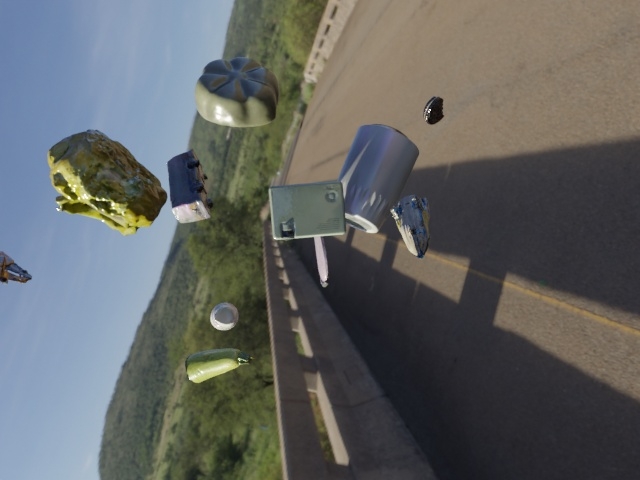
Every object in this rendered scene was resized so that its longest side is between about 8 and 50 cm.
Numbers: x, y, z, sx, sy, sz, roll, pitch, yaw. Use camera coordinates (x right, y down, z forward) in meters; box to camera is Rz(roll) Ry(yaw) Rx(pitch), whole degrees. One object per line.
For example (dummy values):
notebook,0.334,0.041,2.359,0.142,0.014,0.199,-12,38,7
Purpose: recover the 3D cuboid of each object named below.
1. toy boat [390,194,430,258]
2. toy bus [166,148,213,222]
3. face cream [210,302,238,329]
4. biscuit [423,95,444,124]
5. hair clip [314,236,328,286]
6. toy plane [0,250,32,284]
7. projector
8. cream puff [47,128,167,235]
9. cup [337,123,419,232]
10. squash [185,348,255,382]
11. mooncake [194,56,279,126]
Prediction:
toy boat,0.207,-0.029,1.207,0.084,0.066,0.210,-23,35,18
toy bus,-0.475,-0.194,1.954,0.317,0.138,0.112,-110,1,-46
face cream,-0.363,0.287,2.048,0.345,0.102,0.101,145,140,-74
biscuit,0.330,-0.373,1.559,0.027,0.089,0.087,46,132,33
hair clip,0.000,-0.001,2.110,0.110,0.096,0.358,-19,68,41
toy plane,-0.989,0.069,1.628,0.316,0.204,0.102,16,97,56
projector,-0.047,-0.103,1.900,0.099,0.257,0.191,-161,66,-85
cream puff,-0.484,-0.112,1.205,0.185,0.282,0.282,-42,14,5
cup,0.196,-0.235,2.065,0.371,0.253,0.253,-66,8,-9
squash,-0.301,0.376,1.673,0.094,0.224,0.094,48,-147,-47
mooncake,-0.256,-0.457,1.671,0.275,0.275,0.135,-84,1,-45
